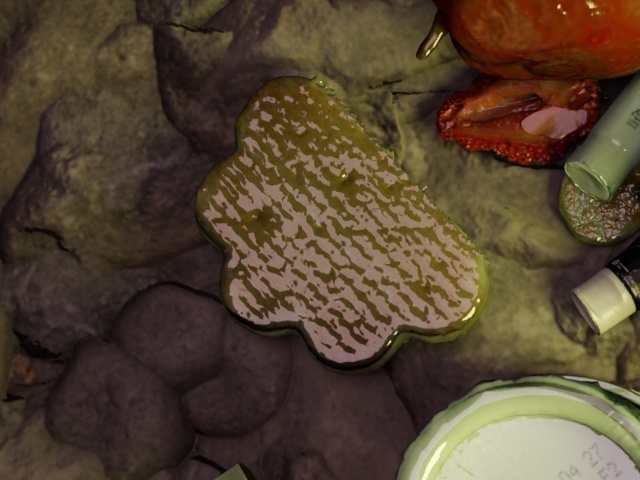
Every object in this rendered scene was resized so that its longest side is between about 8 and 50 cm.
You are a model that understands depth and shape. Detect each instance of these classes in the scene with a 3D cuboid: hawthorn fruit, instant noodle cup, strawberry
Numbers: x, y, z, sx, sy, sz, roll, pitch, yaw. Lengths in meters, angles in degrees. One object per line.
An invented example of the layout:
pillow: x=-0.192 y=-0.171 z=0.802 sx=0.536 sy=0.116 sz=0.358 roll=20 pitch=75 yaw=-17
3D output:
hawthorn fruit: x=0.187 y=-0.227 z=1.305 sx=0.261 sy=0.224 sz=0.224 roll=-27 pitch=73 yaw=-8
instant noodle cup: x=0.170 y=0.213 z=1.167 sx=0.284 sy=0.312 sz=0.284 roll=-3 pitch=77 yaw=11
strawberry: x=0.174 y=-0.116 z=1.383 sx=0.152 sy=0.048 sz=0.104 roll=-12 pitch=71 yaw=6

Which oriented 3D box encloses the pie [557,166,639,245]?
pie: x=0.242 y=-0.035 z=1.364 sx=0.085 sy=0.017 sz=0.085 roll=-2 pitch=78 yaw=9

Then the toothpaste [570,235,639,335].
toothpaste: x=0.298 y=0.006 z=1.332 sx=0.193 sy=0.045 sz=0.071 roll=-32 pitch=73 yaw=-3

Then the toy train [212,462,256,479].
toy train: x=-0.088 y=0.247 z=1.352 sx=0.122 sy=0.050 sz=0.081 roll=-33 pitch=68 yaw=3

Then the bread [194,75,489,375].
bread: x=0.000 y=0.000 z=1.387 sx=0.207 sy=0.056 sz=0.286 roll=-37 pitch=72 yaw=-2

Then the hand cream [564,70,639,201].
hand cream: x=0.286 y=-0.121 z=1.355 sx=0.078 sy=0.050 sz=0.205 roll=38 pitch=74 yaw=14
